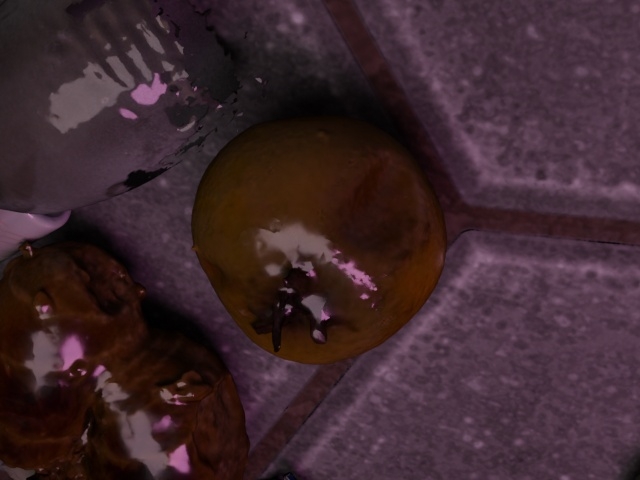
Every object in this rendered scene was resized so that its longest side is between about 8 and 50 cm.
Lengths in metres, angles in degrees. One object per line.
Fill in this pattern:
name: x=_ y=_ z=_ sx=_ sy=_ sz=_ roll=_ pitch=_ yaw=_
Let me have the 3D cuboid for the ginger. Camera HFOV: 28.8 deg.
ginger: x=-0.213 y=0.181 z=1.192 sx=0.274 sy=0.152 sz=0.357 roll=-39 pitch=104 yaw=21

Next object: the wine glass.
wine glass: x=-0.229 y=-0.090 z=0.983 sx=0.357 sy=0.190 sz=0.190 roll=-32 pitch=109 yaw=10

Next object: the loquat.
loquat: x=-0.001 y=-0.005 z=1.009 sx=0.213 sy=0.213 sz=0.213 roll=7 pitch=122 yaw=11

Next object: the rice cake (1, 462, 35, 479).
rice cake: x=-0.245 y=0.301 z=1.343 sx=0.256 sy=0.052 sz=0.057 roll=48 pitch=154 yaw=-16

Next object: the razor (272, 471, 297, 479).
razor: x=-0.079 y=0.276 z=1.302 sx=0.154 sy=0.028 sz=0.044 roll=-27 pitch=115 yaw=26

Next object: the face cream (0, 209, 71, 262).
face cream: x=-0.355 y=0.007 z=1.179 sx=0.269 sy=0.082 sz=0.082 roll=-28 pitch=110 yaw=27

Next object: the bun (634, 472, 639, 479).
bun: x=0.372 y=0.293 z=1.139 sx=0.212 sy=0.126 sz=0.204 roll=39 pitch=120 yaw=-9
